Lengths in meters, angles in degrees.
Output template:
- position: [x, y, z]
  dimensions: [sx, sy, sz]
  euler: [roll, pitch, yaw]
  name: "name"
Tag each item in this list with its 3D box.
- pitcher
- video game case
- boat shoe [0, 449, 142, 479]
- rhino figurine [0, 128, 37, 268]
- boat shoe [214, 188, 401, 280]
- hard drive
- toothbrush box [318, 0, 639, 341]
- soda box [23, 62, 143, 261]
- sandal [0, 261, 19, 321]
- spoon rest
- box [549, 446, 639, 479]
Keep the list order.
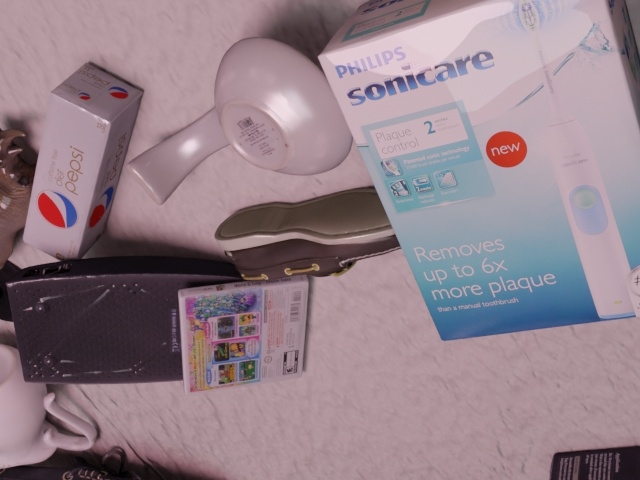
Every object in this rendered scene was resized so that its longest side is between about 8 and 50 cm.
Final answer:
- position: [-0.416, 0.238, 1.161]
  dimensions: [0.177, 0.125, 0.207]
  euler: [-1, 137, -1]
  name: "pitcher"
- position: [-0.088, 0.109, 0.944]
  dimensions: [0.143, 0.019, 0.157]
  euler: [-6, 130, -14]
  name: "video game case"
- position: [-0.333, 0.402, 1.219]
  dimensions: [0.500, 0.156, 0.187]
  euler: [-2, 122, 5]
  name: "boat shoe"
- position: [-0.382, -0.048, 0.958]
  dimensions: [0.106, 0.073, 0.243]
  euler: [41, 127, -5]
  name: "rhino figurine"
- position: [0.000, 0.000, 0.843]
  dimensions: [0.227, 0.081, 0.069]
  euler: [-4, 126, 32]
  name: "boat shoe"
- position: [-0.215, 0.091, 0.950]
  dimensions: [0.254, 0.054, 0.172]
  euler: [-1, 128, -9]
  name: "hard drive"
- position: [0.163, -0.076, 0.691]
  dimensions: [0.216, 0.126, 0.296]
  euler: [-11, 118, 27]
  name: "toothbrush box"
- position: [-0.259, -0.076, 0.888]
  dimensions: [0.069, 0.074, 0.216]
  euler: [27, 130, 0]
  name: "soda box"
- position: [-0.491, 0.046, 1.080]
  dimensions: [0.254, 0.054, 0.097]
  euler: [23, 129, 5]
  name: "sandal"
- position: [-0.077, -0.104, 0.766]
  dimensions: [0.276, 0.084, 0.137]
  euler: [-14, 120, 47]
  name: "spoon rest"
- position: [0.354, 0.317, 0.920]
  dimensions: [0.158, 0.093, 0.156]
  euler: [-13, 118, 30]
  name: "box"
